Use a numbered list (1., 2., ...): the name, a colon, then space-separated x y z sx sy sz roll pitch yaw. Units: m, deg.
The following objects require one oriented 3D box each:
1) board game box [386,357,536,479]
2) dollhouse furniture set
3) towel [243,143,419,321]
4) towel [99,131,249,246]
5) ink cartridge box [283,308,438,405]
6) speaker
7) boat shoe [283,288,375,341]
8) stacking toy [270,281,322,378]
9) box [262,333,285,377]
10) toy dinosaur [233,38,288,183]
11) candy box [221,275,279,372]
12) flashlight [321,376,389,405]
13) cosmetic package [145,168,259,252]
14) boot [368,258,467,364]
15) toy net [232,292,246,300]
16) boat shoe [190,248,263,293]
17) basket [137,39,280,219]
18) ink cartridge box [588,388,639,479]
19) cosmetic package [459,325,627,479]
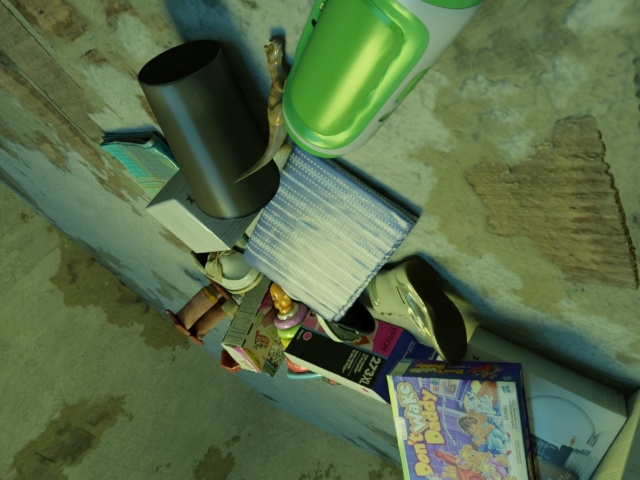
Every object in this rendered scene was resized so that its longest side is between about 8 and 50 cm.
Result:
1. board game box: 0.272 0.402 0.933 0.233 0.078 0.347 -6 100 30
2. dollhouse furniture set: -0.339 0.288 1.655 0.374 0.201 0.152 31 163 48
3. towel: 0.000 0.000 0.914 0.243 0.040 0.336 34 134 2
4. towel: -0.367 -0.120 1.249 0.271 0.040 0.370 10 147 42
5. ink cartridge box: 0.095 0.281 1.250 0.371 0.176 0.069 14 148 36
6. speaker: 0.049 -0.197 0.504 0.131 0.131 0.296 36 155 -5
7. boat shoe: 0.017 0.111 1.105 0.113 0.127 0.340 -6 127 40
8. stacking toy: -0.071 0.244 1.437 0.166 0.175 0.302 -13 116 33
9. box: -0.190 0.370 1.780 0.044 0.159 0.233 16 150 34
10. toy dinosaur: -0.053 -0.175 0.707 0.112 0.064 0.211 15 117 10
11. candy box: -0.182 0.240 1.433 0.071 0.233 0.159 7 145 24
12. flashlight: 0.140 0.468 1.634 0.304 0.103 0.103 15 176 33
13. cosmetic package: -0.234 -0.079 1.027 0.151 0.151 0.183 46 154 -25
14. boot: 0.183 0.141 0.969 0.213 0.077 0.165 61 152 -5
15. toy net: -0.251 0.172 1.630 0.122 0.045 0.232 42 154 -19
16. boat shoe: -0.274 0.071 1.393 0.302 0.113 0.103 3 147 49
17. basket: -0.173 -0.178 0.778 0.204 0.154 0.227 -121 9 -47
18. ink cartridge box: 0.501 0.473 0.859 0.091 0.385 0.308 24 154 21
19. cosmetic package: 0.369 0.400 0.983 0.284 0.097 0.377 25 114 22
